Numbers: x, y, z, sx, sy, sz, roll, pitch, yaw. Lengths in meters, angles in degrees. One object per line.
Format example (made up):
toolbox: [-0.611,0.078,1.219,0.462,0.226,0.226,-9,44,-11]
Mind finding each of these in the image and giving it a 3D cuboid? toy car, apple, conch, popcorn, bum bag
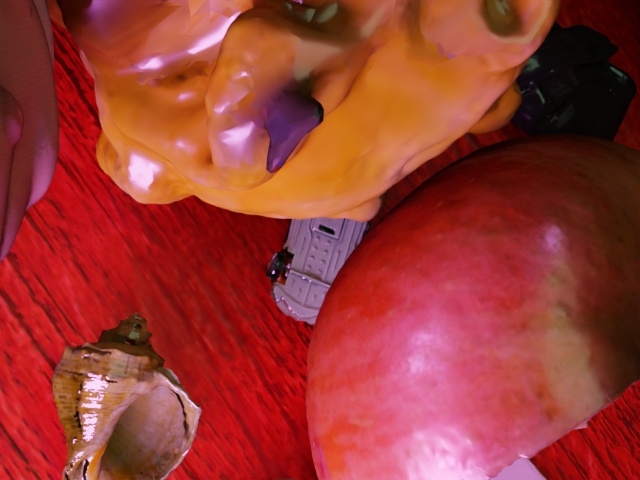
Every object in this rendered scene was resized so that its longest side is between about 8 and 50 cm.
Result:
toy car: [0.000,0.000,0.664,0.059,0.035,0.122,22,71,-16]
apple: [0.105,0.034,0.593,0.293,0.251,0.163,-20,79,-36]
conch: [-0.112,0.100,0.552,0.089,0.074,0.121,11,89,13]
popcorn: [-0.027,-0.132,0.529,0.316,0.297,0.281,32,28,-28]
bum bag: [0.158,-0.163,0.782,0.248,0.060,0.123,42,62,-11]

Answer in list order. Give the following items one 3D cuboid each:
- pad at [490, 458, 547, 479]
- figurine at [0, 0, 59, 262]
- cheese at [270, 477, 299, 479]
pad: [0.094,0.244,0.650,0.232,0.004,0.156,-42,95,-30]
figurine: [-0.255,-0.040,0.470,0.266,0.361,0.378,55,26,-5]
cheese: [-0.070,0.218,0.557,0.192,0.037,0.097,-25,83,-31]
